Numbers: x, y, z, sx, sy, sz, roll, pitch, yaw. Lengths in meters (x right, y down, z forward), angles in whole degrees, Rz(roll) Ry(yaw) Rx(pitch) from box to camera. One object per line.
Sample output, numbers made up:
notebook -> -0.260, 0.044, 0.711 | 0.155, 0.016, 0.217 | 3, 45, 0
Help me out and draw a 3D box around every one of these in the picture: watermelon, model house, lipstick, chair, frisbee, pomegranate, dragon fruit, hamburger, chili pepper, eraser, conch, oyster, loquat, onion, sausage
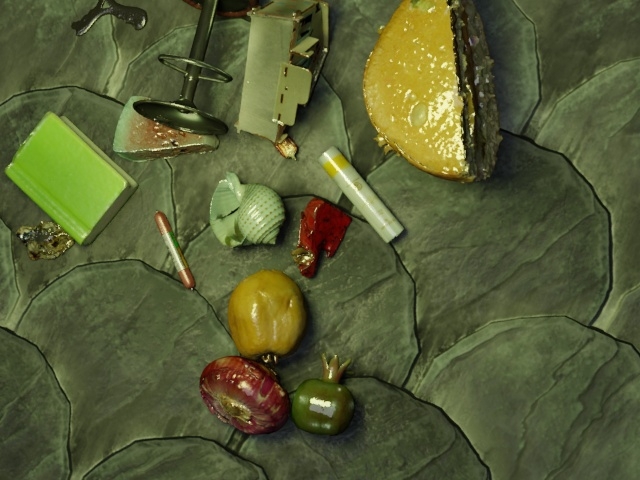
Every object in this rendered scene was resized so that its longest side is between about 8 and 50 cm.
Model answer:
watermelon -> -0.370, -0.264, 1.888 | 0.241, 0.094, 0.154 | 8, 82, 6
model house -> -0.066, -0.412, 1.781 | 0.169, 0.244, 0.326 | 18, 127, 9
lipstick -> 0.096, -0.109, 1.828 | 0.059, 0.059, 0.264 | -40, 86, 7
chair -> -0.274, -0.463, 1.765 | 0.227, 0.226, 0.401 | 11, 82, 8
frisbee -> -0.550, -0.580, 1.937 | 0.187, 0.012, 0.211 | -41, 86, 7
pomegranate -> 0.012, 0.365, 1.820 | 0.152, 0.131, 0.191 | 7, 69, 13
dragon fruit -> -0.014, -0.006, 1.853 | 0.092, 0.122, 0.192 | 22, 99, 47
hamburger -> 0.234, -0.333, 1.705 | 0.287, 0.268, 0.445 | -7, 88, 31
chili pepper -> -0.111, -0.264, 1.871 | 0.045, 0.027, 0.178 | -38, 86, 3
eraser -> -0.622, -0.154, 1.915 | 0.274, 0.092, 0.210 | 40, 96, 4
conch -> -0.164, -0.067, 1.832 | 0.172, 0.131, 0.200 | -43, 55, 32
oyster -> -0.689, -0.003, 1.945 | 0.148, 0.051, 0.103 | -18, 95, -2
loquat -> -0.122, 0.183, 1.801 | 0.187, 0.176, 0.234 | -6, 86, 0
onion -> -0.166, 0.353, 1.823 | 0.230, 0.163, 0.230 | 18, 131, 22
sausage -> -0.363, 0.025, 1.909 | 0.029, 0.029, 0.223 | -25, 87, 8
